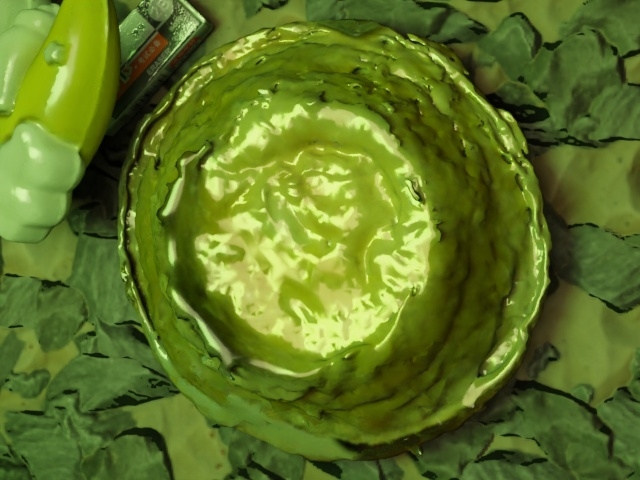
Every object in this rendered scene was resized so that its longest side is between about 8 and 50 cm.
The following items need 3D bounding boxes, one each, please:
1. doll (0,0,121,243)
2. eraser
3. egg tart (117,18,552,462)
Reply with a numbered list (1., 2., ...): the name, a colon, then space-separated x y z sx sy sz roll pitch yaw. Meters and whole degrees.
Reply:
1. doll: -0.247 -0.125 1.102 0.237 0.111 0.252 23 104 45
2. eraser: -0.143 -0.142 1.132 0.122 0.029 0.052 -46 79 9
3. egg tart: 0.000 0.000 1.055 0.345 0.132 0.345 0 90 10
